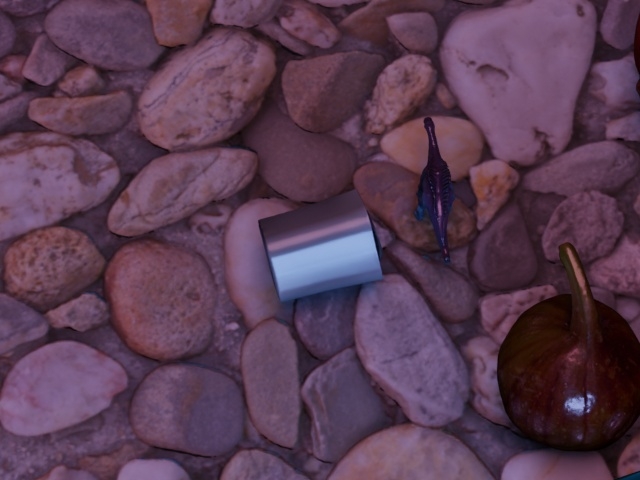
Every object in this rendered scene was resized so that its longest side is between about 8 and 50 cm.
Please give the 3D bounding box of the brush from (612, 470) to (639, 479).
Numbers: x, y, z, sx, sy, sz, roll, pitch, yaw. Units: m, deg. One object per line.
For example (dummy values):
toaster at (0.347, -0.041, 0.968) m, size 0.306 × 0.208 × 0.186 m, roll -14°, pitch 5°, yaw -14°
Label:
brush at (0.314, 0.262, 1.858) m, size 0.043 × 0.193 × 0.032 m, roll 3°, pitch 73°, yaw -20°

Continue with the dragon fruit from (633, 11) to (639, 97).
dragon fruit at (0.479, -0.226, 2.094) m, size 0.241 × 0.241 × 0.252 m, roll 24°, pitch 78°, yaw 14°

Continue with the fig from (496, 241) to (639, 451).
fig at (0.273, 0.126, 1.918) m, size 0.175 × 0.207 × 0.175 m, roll 3°, pitch 59°, yaw -5°

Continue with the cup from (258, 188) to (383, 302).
cup at (0.000, 0.000, 2.062) m, size 0.129 × 0.095 × 0.128 m, roll -14°, pitch 25°, yaw -3°

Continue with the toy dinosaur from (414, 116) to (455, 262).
toy dinosaur at (0.133, -0.055, 2.092) m, size 0.045 × 0.080 × 0.197 m, roll -3°, pitch 61°, yaw -3°
